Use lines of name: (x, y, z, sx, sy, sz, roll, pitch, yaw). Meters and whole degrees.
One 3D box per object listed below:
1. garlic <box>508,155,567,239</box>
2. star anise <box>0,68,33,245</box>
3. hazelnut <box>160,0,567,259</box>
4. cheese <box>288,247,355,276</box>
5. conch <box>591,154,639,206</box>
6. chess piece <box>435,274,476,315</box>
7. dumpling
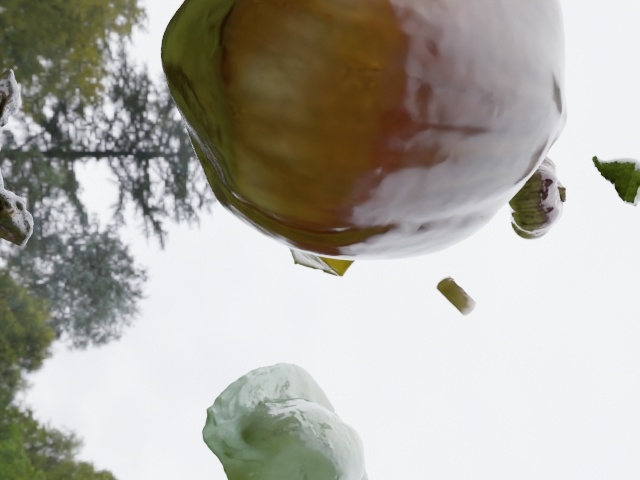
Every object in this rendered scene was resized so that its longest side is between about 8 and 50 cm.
garlic: (0.396, -0.085, 1.294, 0.102, 0.147, 0.159, -5, -119, 26)
star anise: (-0.436, -0.110, 0.879, 0.283, 0.129, 0.213, 122, -41, -69)
hazelnut: (0.040, -0.147, 0.658, 0.315, 0.372, 0.372, -66, 170, -64)
cheese: (0.000, 0.000, 1.214, 0.126, 0.093, 0.171, 40, -15, -1)
conch: (0.503, -0.101, 1.176, 0.121, 0.089, 0.074, 36, -90, 25)
chess piece: (0.255, 0.104, 1.331, 0.038, 0.083, 0.084, -42, -133, 3)
dumpling: (-0.026, 0.378, 1.278, 0.211, 0.270, 0.321, 15, -39, 41)
